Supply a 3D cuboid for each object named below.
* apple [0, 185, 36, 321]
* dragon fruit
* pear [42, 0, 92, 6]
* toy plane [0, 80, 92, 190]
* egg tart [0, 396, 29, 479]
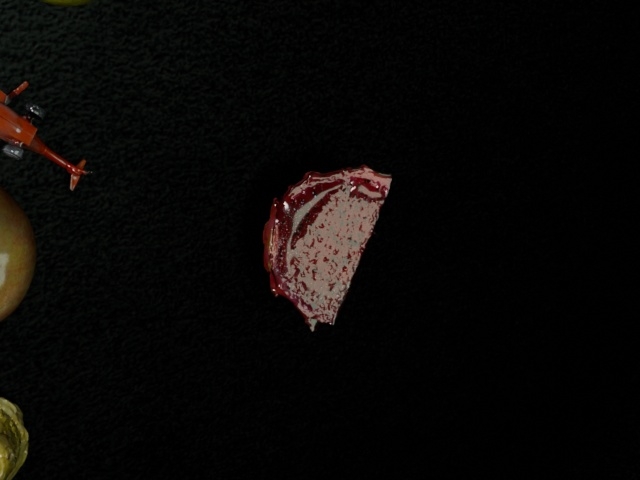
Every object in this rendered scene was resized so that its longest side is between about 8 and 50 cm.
[{"bbox_3d":[-0.418,0.010,1.004,0.188,0.174,0.188,-15,118,-29],"label":"apple"},{"bbox_3d":[0.000,0.000,1.385,0.189,0.162,0.262,7,103,-77],"label":"dragon fruit"},{"bbox_3d":[-0.271,-0.340,0.985,0.216,0.180,0.166,-23,117,-63],"label":"pear"},{"bbox_3d":[-0.353,-0.112,1.076,0.126,0.077,0.194,-53,135,-27],"label":"toy plane"},{"bbox_3d":[-0.465,0.282,1.162,0.191,0.074,0.191,-17,120,-32],"label":"egg tart"}]
